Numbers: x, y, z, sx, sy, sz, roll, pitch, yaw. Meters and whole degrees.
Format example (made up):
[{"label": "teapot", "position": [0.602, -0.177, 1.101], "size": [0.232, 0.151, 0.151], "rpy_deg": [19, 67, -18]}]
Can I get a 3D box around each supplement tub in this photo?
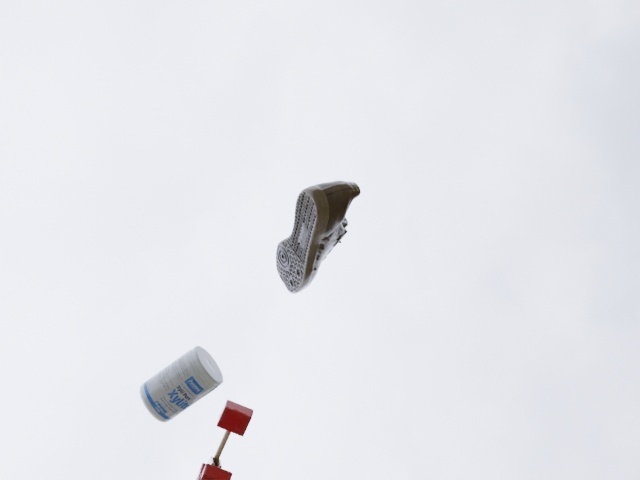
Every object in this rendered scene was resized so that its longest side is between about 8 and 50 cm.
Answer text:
[{"label": "supplement tub", "position": [-0.205, 0.212, 1.203], "size": [0.107, 0.071, 0.071], "rpy_deg": [-36, -64, 6]}]

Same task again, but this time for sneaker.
[{"label": "sneaker", "position": [0.000, 0.000, 0.978], "size": [0.071, 0.188, 0.066], "rpy_deg": [-18, -117, -26]}]

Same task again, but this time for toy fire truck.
[{"label": "toy fire truck", "position": [-0.165, 0.356, 1.254], "size": [0.047, 0.135, 0.192], "rpy_deg": [23, -66, -7]}]
